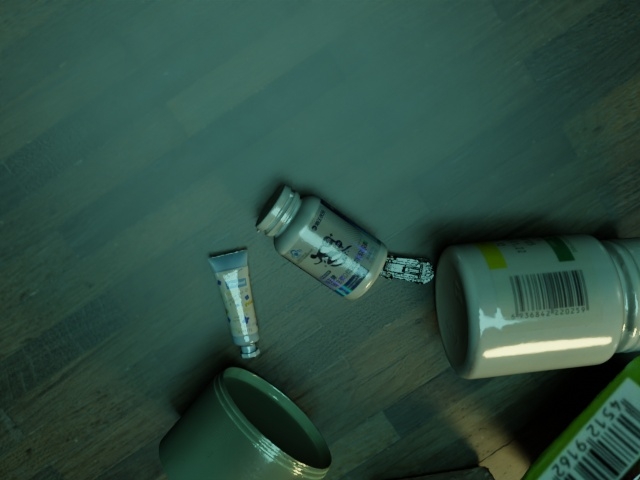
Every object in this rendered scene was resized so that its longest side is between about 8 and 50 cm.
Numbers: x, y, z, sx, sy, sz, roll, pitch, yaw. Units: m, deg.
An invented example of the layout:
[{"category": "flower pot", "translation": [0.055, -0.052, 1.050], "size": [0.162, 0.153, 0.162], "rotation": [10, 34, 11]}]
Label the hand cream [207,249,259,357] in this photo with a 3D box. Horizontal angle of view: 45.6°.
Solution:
[{"category": "hand cream", "translation": [-0.130, 0.103, 1.212], "size": [0.065, 0.043, 0.171], "rotation": [-13, 100, -9]}]

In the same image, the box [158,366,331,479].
[{"category": "box", "translation": [-0.112, 0.324, 1.170], "size": [0.226, 0.226, 0.149], "rotation": [39, 96, -14]}]

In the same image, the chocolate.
[{"category": "chocolate", "translation": [0.510, 0.371, 1.245], "size": [0.301, 0.137, 0.288], "rotation": [-49, 133, 7]}]

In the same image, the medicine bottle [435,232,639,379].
[{"category": "medicine bottle", "translation": [0.366, 0.094, 1.183], "size": [0.339, 0.208, 0.208], "rotation": [-5, 104, -7]}]

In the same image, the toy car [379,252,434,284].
[{"category": "toy car", "translation": [0.139, 0.046, 1.238], "size": [0.093, 0.025, 0.041], "rotation": [10, 103, -4]}]

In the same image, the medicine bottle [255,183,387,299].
[{"category": "medicine bottle", "translation": [0.000, 0.000, 1.169], "size": [0.191, 0.107, 0.107], "rotation": [35, 97, -13]}]

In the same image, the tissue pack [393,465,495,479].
[{"category": "tissue pack", "translation": [0.218, 0.574, 1.270], "size": [0.238, 0.238, 0.306], "rotation": [-7, 104, -5]}]
